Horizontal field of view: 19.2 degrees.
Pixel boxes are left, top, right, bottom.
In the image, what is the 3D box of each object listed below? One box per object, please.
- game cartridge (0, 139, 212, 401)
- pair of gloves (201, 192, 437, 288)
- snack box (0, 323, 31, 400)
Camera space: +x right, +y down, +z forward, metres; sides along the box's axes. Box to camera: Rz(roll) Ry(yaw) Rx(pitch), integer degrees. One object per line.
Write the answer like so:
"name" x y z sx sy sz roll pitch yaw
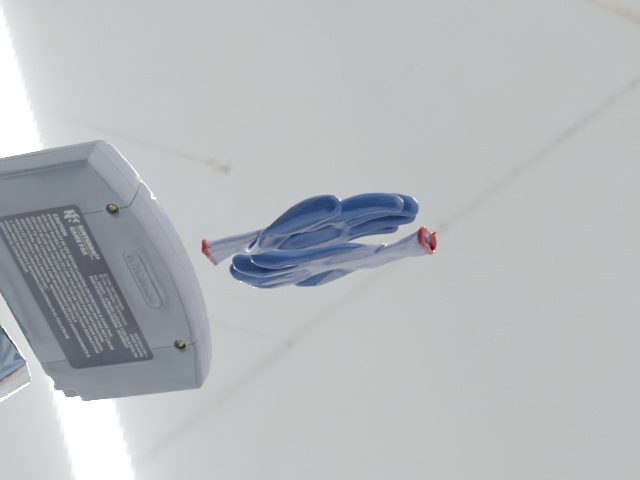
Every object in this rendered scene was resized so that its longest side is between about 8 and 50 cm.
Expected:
"game cartridge" -0.228 0.034 1.898 0.198 0.297 0.062 -10 -146 19
"pair of gloves" 0.000 0.000 1.367 0.159 0.198 0.023 -12 -106 8
"snack box" -0.402 0.164 2.041 0.174 0.207 0.070 -33 -93 -10
